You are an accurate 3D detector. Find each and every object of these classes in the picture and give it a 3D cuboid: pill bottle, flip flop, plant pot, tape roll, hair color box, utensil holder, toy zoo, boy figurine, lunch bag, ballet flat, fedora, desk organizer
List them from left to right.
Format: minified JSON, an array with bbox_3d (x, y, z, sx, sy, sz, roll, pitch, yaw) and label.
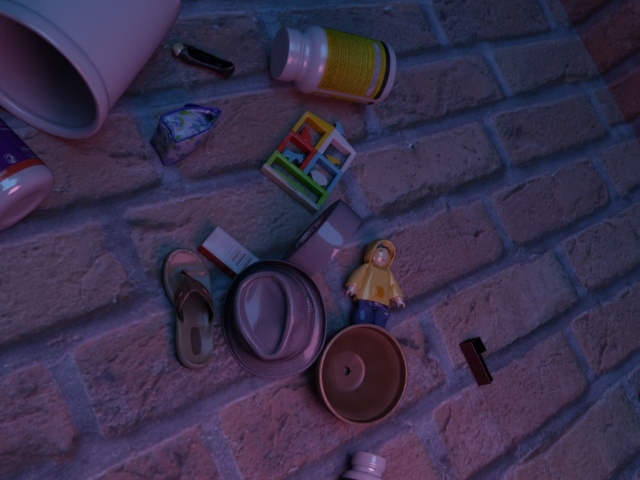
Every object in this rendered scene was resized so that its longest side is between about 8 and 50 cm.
[{"bbox_3d":[-0.702,-0.183,1.126,0.323,0.181,0.181,47,57,-5],"label":"pill bottle"},{"bbox_3d":[-0.531,-0.473,1.250,0.328,0.328,0.385,31,57,-15],"label":"utensil holder"},{"bbox_3d":[-0.323,-0.265,1.393,0.151,0.129,0.096,-27,86,-32],"label":"lunch bag"},{"bbox_3d":[-0.286,0.147,1.280,0.112,0.080,0.276,0,71,-28],"label":"flip flop"},{"bbox_3d":[-0.312,-0.492,1.533,0.173,0.049,0.057,16,63,-22],"label":"ballet flat"},{"bbox_3d":[-0.218,0.038,1.381,0.141,0.043,0.072,41,58,-8],"label":"hair color box"},{"bbox_3d":[-0.112,0.174,1.277,0.244,0.124,0.275,-3,82,5],"label":"fedora"},{"bbox_3d":[-0.018,-0.237,1.603,0.192,0.030,0.293,38,58,-10],"label":"toy zoo"},{"bbox_3d":[0.000,0.000,1.408,0.072,0.219,0.219,43,57,-7],"label":"tape roll"},{"bbox_3d":[0.034,-0.506,1.641,0.334,0.188,0.187,3,70,-28],"label":"pill bottle"},{"bbox_3d":[0.084,0.318,1.381,0.238,0.110,0.237,3,83,-23],"label":"plant pot"},{"bbox_3d":[0.093,0.581,1.298,0.108,0.108,0.180,27,60,-17],"label":"pill bottle"},{"bbox_3d":[0.151,0.130,1.516,0.177,0.092,0.285,20,66,-17],"label":"boy figurine"},{"bbox_3d":[0.450,0.341,1.616,0.047,0.050,0.130,-20,81,-32],"label":"desk organizer"}]
